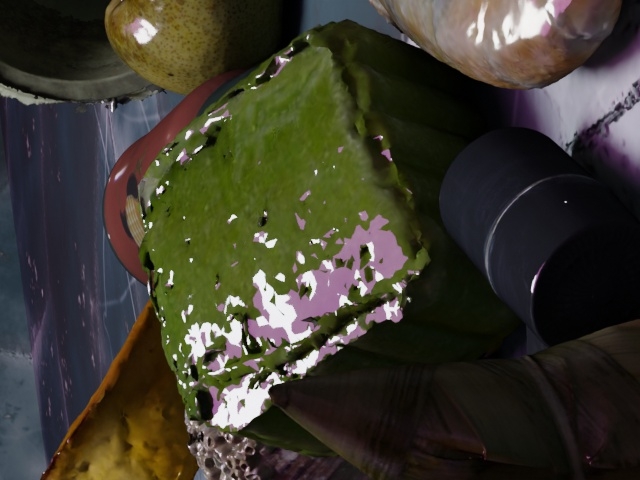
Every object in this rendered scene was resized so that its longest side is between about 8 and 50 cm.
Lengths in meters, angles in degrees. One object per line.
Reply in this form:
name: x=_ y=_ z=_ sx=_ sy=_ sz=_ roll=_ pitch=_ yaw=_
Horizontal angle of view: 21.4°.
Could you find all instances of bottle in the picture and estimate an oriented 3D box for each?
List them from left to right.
bottle: x=-0.062 y=-0.049 z=1.233 sx=0.336 sy=0.144 sz=0.144 roll=150 pitch=114 yaw=-70

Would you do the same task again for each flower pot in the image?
flower pot: x=-0.214 y=-0.288 z=1.494 sx=0.259 sy=0.290 sz=0.290 roll=-102 pitch=14 yaw=-59

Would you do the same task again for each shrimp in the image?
shrimp: x=0.075 y=-0.174 z=0.872 sx=0.317 sy=0.077 sz=0.168 roll=-142 pitch=59 yaw=-62

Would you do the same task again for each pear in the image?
pear: x=-0.100 y=-0.194 z=1.312 sx=0.167 sy=0.136 sz=0.167 roll=14 pitch=107 yaw=57

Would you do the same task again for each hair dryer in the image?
hair dryer: x=0.115 y=0.062 z=0.833 sx=0.124 sy=0.071 sz=0.219 roll=-124 pitch=24 yaw=-61

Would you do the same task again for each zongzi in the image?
zongzi: x=0.066 y=0.127 z=0.749 sx=0.205 sy=0.204 sz=0.094 roll=102 pitch=161 yaw=-46

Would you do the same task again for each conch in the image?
conch: x=-0.006 y=0.132 z=1.171 sx=0.245 sy=0.163 sz=0.178 roll=67 pitch=-165 yaw=2

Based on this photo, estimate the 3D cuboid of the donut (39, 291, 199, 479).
donut: x=-0.152 y=0.177 z=1.478 sx=0.303 sy=0.110 sz=0.303 roll=-62 pitch=-1 yaw=-2

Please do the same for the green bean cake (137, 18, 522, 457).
green bean cake: x=0.000 y=0.000 z=0.962 sx=0.214 sy=0.113 sz=0.200 roll=-39 pitch=54 yaw=31

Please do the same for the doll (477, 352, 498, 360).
doll: x=0.077 y=0.117 z=0.979 sx=0.190 sy=0.050 sz=0.115 roll=-110 pitch=29 yaw=-44
